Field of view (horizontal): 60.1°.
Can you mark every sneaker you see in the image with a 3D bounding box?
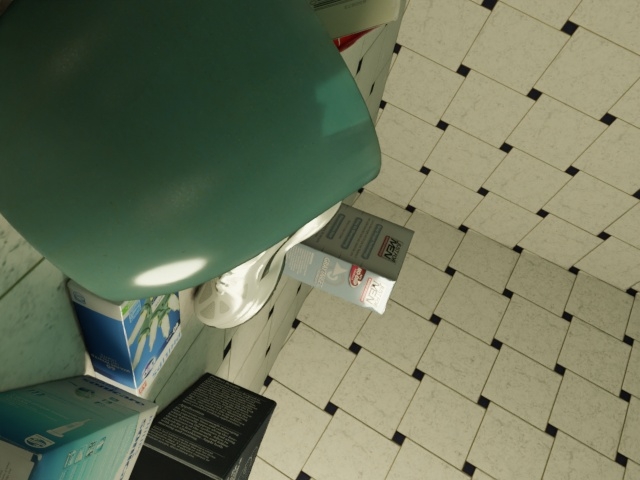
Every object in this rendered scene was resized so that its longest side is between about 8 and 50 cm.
[{"bbox_3d":[-0.178,-0.003,0.994,0.257,0.169,0.447,7,133,-44],"label":"sneaker"}]

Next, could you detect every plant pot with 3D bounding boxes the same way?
[{"bbox_3d":[-0.134,-0.093,0.457,0.235,0.293,0.293,-39,168,-6],"label":"plant pot"}]

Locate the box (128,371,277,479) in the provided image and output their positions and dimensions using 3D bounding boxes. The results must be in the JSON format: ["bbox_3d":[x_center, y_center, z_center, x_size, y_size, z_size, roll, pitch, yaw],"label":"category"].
[{"bbox_3d":[-0.290,0.534,1.286,0.395,0.211,0.294,-27,137,-77],"label":"box"}]

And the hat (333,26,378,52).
[{"bbox_3d":[0.015,-0.344,1.115,0.208,0.183,0.173,92,21,-67],"label":"hat"}]

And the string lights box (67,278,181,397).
[{"bbox_3d":[-0.266,0.104,0.788,0.260,0.076,0.133,103,10,-48],"label":"string lights box"}]

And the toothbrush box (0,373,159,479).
[{"bbox_3d":[-0.334,0.292,0.645,0.295,0.126,0.216,48,62,-81],"label":"toothbrush box"}]

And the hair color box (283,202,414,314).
[{"bbox_3d":[0.000,0.000,1.225,0.185,0.374,0.114,-59,168,-48],"label":"hair color box"}]

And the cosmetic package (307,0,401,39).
[{"bbox_3d":[-0.035,-0.331,0.445,0.160,0.113,0.310,85,-13,-72],"label":"cosmetic package"}]
